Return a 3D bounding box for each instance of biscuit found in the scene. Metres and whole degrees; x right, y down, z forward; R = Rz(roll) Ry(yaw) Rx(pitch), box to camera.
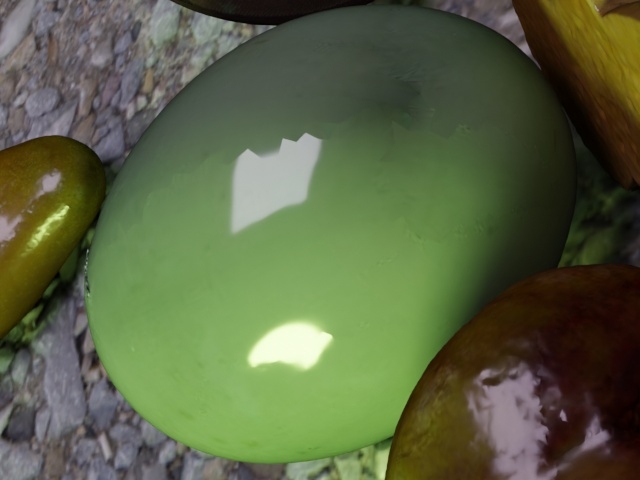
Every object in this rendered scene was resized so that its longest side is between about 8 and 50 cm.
[{"bbox_3d":[0.149,-0.055,0.671,0.047,0.216,0.340,-28,14,1],"label":"biscuit"}]

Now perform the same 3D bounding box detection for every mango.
[{"bbox_3d":[-0.240,0.002,1.207,0.227,0.099,0.136,-38,41,23],"label":"mango"}]

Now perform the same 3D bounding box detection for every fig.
[{"bbox_3d":[0.083,0.124,0.724,0.274,0.145,0.170,-44,57,49],"label":"fig"}]

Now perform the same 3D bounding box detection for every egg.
[{"bbox_3d":[0.000,0.000,0.818,0.282,0.203,0.203,-33,49,34],"label":"egg"}]

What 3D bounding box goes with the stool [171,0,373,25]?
[{"bbox_3d":[-0.048,-0.265,0.978,0.272,0.272,0.178,-68,23,1],"label":"stool"}]
